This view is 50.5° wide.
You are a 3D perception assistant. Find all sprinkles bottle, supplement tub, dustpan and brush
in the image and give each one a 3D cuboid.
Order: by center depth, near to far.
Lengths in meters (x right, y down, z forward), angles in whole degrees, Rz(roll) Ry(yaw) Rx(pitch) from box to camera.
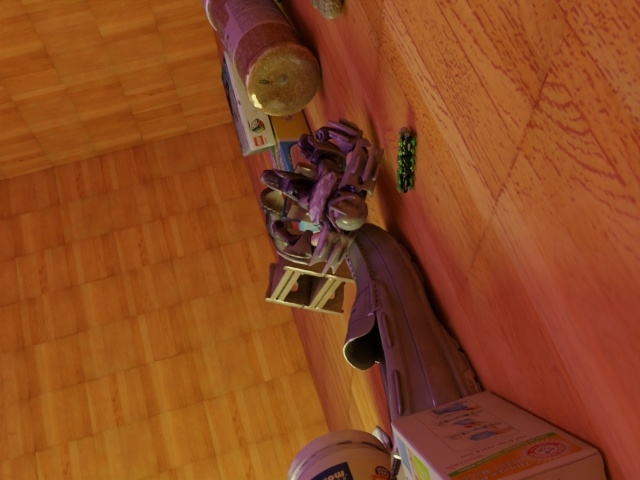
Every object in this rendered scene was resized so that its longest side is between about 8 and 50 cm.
[{"bbox_3d":[-0.107,-0.343,1.131,0.355,0.121,0.121,-117,13,-47],"label":"sprinkles bottle"},{"bbox_3d":[0.072,0.509,1.153,0.325,0.235,0.236,-119,15,-58],"label":"supplement tub"},{"bbox_3d":[0.129,0.503,1.391,0.147,0.060,0.211,134,120,-81],"label":"dustpan and brush"}]

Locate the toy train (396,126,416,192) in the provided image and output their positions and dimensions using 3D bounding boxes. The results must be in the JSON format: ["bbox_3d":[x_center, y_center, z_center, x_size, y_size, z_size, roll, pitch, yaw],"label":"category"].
[{"bbox_3d":[0.086,-0.081,0.689,0.083,0.017,0.024,84,179,-51],"label":"toy train"}]

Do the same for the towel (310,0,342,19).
[{"bbox_3d":[-0.007,-0.336,0.803,0.148,0.027,0.110,-112,11,-48],"label":"towel"}]

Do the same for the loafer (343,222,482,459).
[{"bbox_3d":[0.075,0.098,0.767,0.319,0.111,0.112,-114,11,-48],"label":"loafer"}]

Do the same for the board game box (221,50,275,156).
[{"bbox_3d":[-0.155,-0.277,1.405,0.305,0.053,0.193,-151,46,-79],"label":"board game box"}]

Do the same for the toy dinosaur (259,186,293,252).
[{"bbox_3d":[-0.097,-0.033,1.740,0.160,0.120,0.314,-88,-10,-69],"label":"toy dinosaur"}]

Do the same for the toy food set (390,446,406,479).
[{"bbox_3d":[0.171,0.409,0.870,0.220,0.092,0.306,154,109,-82],"label":"toy food set"}]

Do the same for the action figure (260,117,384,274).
[{"bbox_3d":[-0.001,-0.065,0.868,0.099,0.185,0.285,30,-171,-18],"label":"action figure"}]

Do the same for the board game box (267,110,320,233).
[{"bbox_3d":[-0.055,-0.163,1.368,0.242,0.064,0.317,87,165,-60],"label":"board game box"}]

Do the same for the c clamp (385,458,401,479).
[{"bbox_3d":[0.115,0.263,0.879,0.137,0.022,0.161,-50,17,54],"label":"c clamp"}]

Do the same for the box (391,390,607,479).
[{"bbox_3d":[0.140,0.207,0.542,0.203,0.103,0.114,166,88,-83],"label":"box"}]

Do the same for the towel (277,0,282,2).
[{"bbox_3d":[-0.066,-0.446,1.055,0.152,0.023,0.113,-146,43,-82],"label":"towel"}]

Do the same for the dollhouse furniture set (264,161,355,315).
[{"bbox_3d":[0.000,0.000,1.066,0.129,0.128,0.184,123,157,-57],"label":"dollhouse furniture set"}]
